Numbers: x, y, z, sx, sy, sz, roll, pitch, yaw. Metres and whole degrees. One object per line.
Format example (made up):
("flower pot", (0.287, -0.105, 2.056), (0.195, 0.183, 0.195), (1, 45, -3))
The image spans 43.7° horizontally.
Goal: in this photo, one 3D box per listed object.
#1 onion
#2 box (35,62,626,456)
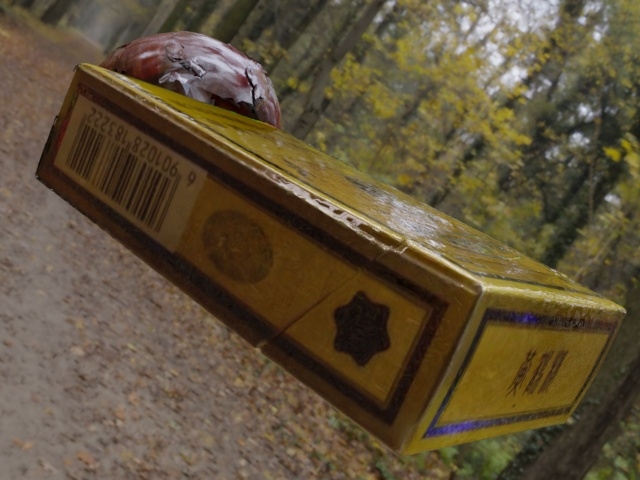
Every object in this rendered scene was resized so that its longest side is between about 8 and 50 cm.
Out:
("onion", (-0.120, -0.107, 0.689), (0.184, 0.184, 0.147), (33, 33, -35))
("box", (0.000, 0.000, 0.469), (0.301, 0.084, 0.193), (31, 13, 35))
